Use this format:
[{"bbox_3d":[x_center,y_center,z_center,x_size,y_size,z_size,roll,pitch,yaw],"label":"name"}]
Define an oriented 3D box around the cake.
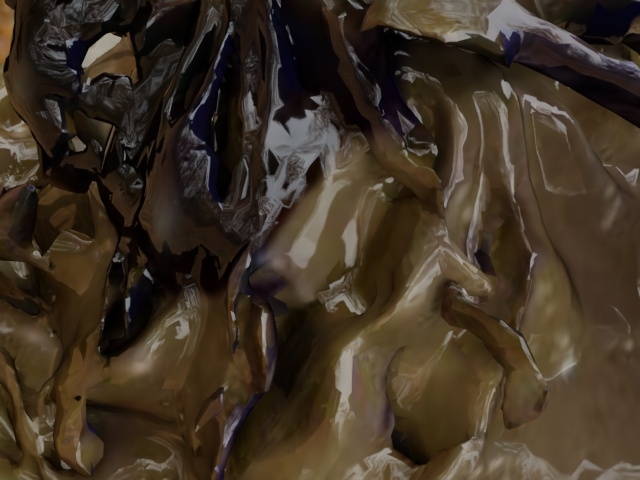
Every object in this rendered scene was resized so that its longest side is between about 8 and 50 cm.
[{"bbox_3d":[0.000,-0.006,0.613,0.332,0.321,0.332,5,44,-5],"label":"cake"}]
